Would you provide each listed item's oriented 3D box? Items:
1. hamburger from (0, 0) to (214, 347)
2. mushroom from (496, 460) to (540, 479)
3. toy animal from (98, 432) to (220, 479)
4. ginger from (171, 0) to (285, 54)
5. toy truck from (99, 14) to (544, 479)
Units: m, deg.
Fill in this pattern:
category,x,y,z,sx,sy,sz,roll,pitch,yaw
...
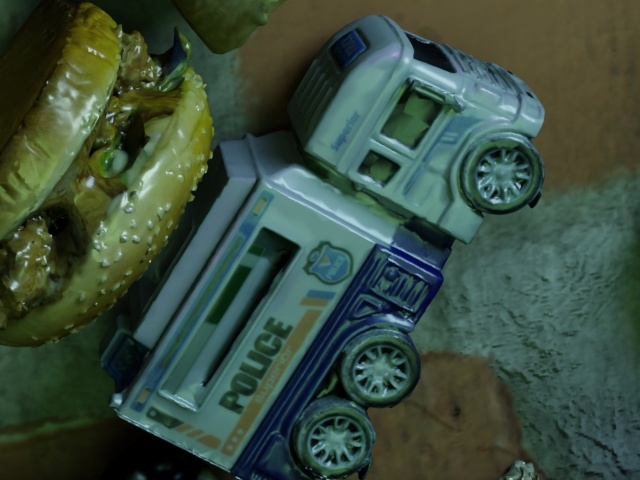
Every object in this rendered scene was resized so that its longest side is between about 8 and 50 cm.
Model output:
category,x,y,z,sx,sy,sz,roll,pitch,yaw
hamburger,-0.141,-0.026,0.974,0.118,0.191,0.182,36,128,-15
mushroom,0.123,0.179,1.187,0.085,0.085,0.079,10,73,-17
toy animal,-0.094,0.218,1.101,0.179,0.138,0.166,-43,83,3
ginger,-0.073,-0.243,0.944,0.219,0.123,0.270,-42,114,7
toy truck,0.000,0.000,1.055,0.155,0.124,0.268,28,103,-16
